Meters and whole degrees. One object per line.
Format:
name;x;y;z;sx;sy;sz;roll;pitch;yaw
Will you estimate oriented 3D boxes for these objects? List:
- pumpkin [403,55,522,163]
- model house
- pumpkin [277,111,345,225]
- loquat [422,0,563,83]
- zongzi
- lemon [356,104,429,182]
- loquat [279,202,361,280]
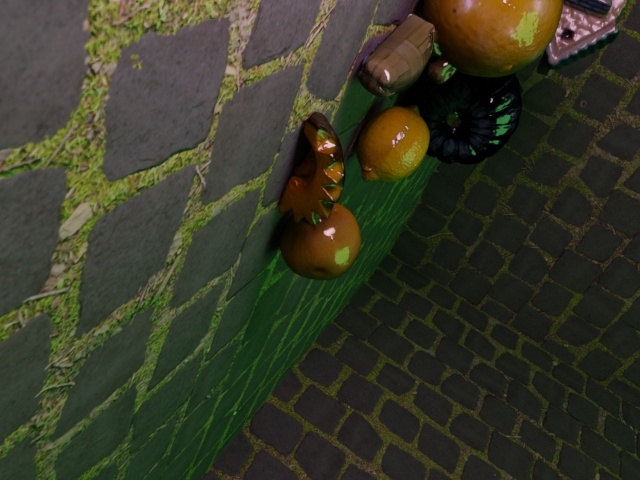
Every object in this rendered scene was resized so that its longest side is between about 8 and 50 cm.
pumpkin;0.436;-0.408;1.785;0.266;0.363;0.364;-55;171;-54
model house;0.687;-0.712;1.731;0.395;0.445;0.400;-38;152;-61
pumpkin;0.014;-0.153;1.257;0.149;0.130;0.254;-45;162;-46
loquat;0.379;-0.520;1.347;0.359;0.328;0.328;-52;170;12
zongzi;0.151;-0.370;1.348;0.228;0.115;0.256;-49;175;-29
lemon;0.197;-0.264;1.597;0.257;0.188;0.188;-54;168;-3
loquat;0.000;0.000;1.446;0.208;0.208;0.208;-54;168;-17
